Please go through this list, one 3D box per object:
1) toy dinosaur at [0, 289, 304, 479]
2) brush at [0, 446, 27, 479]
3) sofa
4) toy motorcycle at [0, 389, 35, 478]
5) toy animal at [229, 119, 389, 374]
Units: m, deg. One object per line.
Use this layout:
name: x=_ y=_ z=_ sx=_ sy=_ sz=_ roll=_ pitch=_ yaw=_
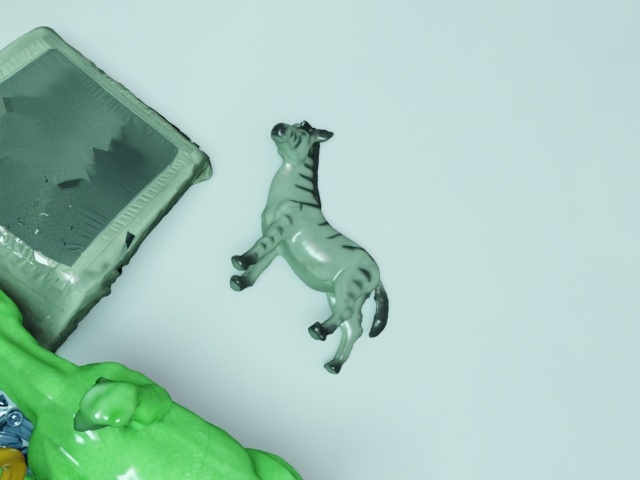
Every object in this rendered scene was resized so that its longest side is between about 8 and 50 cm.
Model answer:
toy dinosaur: x=-0.104 y=0.210 z=0.565 sx=0.374 sy=0.500 sz=0.144 roll=28 pitch=68 yaw=27
brush: x=-0.199 y=0.213 z=0.373 sx=0.017 sy=0.315 sz=0.090 roll=38 pitch=31 yaw=21
sofa: x=-0.242 y=-0.037 z=0.622 sx=0.210 sy=0.176 sz=0.225 roll=37 pitch=49 yaw=-10
toy motorcycle: x=-0.237 y=0.238 z=0.595 sx=0.135 sy=0.092 sz=0.255 roll=11 pitch=91 yaw=-23
toy animal: x=-0.003 y=0.001 z=0.688 sx=0.217 sy=0.073 sz=0.176 roll=46 pitch=61 yaw=-11
